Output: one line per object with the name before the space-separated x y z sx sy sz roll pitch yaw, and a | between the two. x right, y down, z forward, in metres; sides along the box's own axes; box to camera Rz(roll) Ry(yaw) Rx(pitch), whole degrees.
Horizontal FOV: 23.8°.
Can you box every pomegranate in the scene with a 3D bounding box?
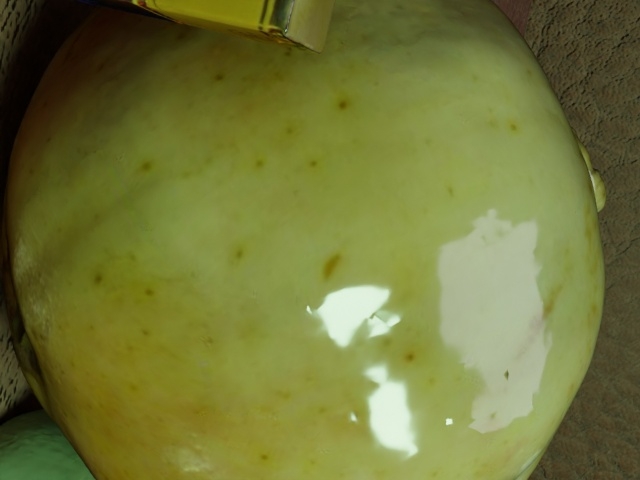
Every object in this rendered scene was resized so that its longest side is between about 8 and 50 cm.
pomegranate | 0.000 0.000 0.952 0.411 0.412 0.411 15 90 -73

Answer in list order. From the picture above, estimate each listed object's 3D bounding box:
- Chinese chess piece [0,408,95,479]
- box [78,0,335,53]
Chinese chess piece | -0.190 0.240 1.060 0.250 0.101 0.250 15 90 -73
box | -0.096 -0.193 0.759 0.070 0.237 0.152 9 96 -70
